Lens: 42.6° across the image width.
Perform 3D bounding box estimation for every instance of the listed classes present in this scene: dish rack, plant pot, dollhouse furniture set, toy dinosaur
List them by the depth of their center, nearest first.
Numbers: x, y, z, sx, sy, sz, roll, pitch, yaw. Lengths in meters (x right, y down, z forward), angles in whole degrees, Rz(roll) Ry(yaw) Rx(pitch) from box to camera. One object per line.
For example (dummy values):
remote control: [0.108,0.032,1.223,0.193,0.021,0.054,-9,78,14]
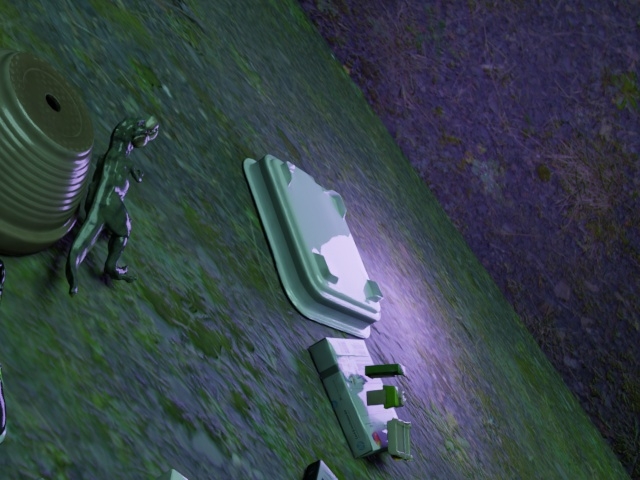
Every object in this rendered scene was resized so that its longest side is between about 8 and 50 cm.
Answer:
plant pot: [-0.311,-0.112,0.838,0.237,0.109,0.237,52,20,-28]
toy dinosaur: [-0.237,-0.022,0.920,0.118,0.064,0.268,91,6,-53]
dollhouse furniture set: [0.102,0.269,1.280,0.076,0.058,0.152,37,48,-60]
dish rack: [0.000,0.000,1.480,0.285,0.072,0.333,27,35,-54]

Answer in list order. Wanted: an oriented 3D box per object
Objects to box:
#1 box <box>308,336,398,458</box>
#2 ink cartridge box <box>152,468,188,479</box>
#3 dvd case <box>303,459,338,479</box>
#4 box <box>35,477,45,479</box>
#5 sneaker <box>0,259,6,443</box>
box: [0.063,0.247,1.308,0.145,0.038,0.186,15,46,-61]
ink cartridge box: [-0.137,0.280,0.715,0.090,0.092,0.143,46,22,-27]
dvd case: [0.026,0.408,1.002,0.179,0.029,0.239,52,20,-14]
box: [-0.225,0.276,0.413,0.087,0.169,0.290,50,23,-14]
sneaker: [-0.298,0.053,0.661,0.084,0.097,0.235,7,54,-64]
